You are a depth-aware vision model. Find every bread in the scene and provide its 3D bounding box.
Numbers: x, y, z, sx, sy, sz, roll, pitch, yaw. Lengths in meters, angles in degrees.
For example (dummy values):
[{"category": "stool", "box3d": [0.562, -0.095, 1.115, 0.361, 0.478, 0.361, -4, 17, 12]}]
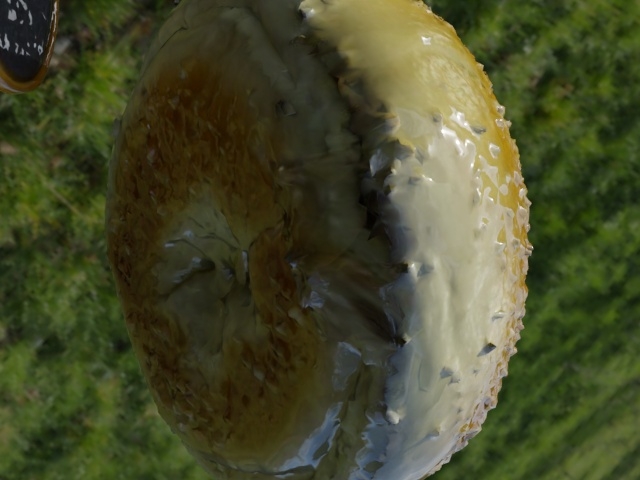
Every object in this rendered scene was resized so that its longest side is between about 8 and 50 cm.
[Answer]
[{"category": "bread", "box3d": [0.000, 0.000, 0.633, 0.158, 0.305, 0.305, -9, 136, -32]}]

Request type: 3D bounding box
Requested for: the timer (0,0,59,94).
[{"category": "timer", "box3d": [-0.290, -0.116, 0.601, 0.233, 0.240, 0.233, -7, 90, -66]}]
